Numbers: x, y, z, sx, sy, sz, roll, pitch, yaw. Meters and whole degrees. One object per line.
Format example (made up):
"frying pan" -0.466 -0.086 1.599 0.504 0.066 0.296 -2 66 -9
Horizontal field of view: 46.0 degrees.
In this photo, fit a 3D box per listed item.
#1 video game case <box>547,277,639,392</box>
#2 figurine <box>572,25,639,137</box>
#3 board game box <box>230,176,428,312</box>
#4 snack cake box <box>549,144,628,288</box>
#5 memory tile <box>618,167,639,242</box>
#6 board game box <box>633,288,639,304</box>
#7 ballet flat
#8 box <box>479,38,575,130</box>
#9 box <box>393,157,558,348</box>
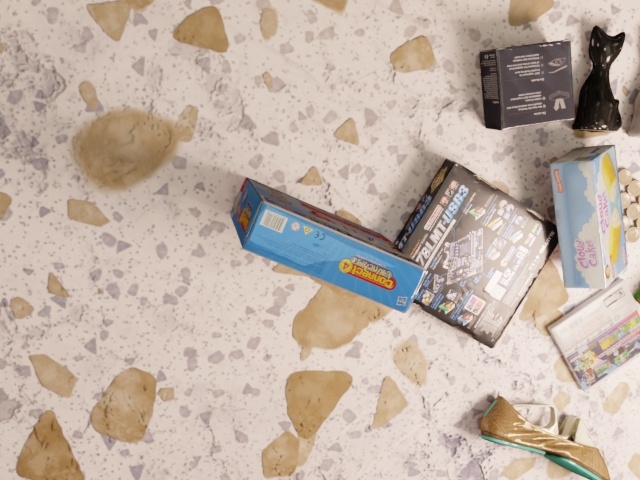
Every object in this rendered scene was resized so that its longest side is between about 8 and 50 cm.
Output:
"video game case" 0.628 0.212 1.678 0.201 0.023 0.183 -33 105 -4
"figurine" 0.634 -0.321 1.540 0.214 0.092 0.209 4 97 -13
"board game box" 0.000 0.000 1.368 0.308 0.302 0.086 22 97 -14
"snack cake box" 0.550 -0.049 1.536 0.152 0.089 0.264 -29 112 -49
"memory tile" 0.665 -0.075 1.631 0.148 0.012 0.113 41 91 -15
"board game box" 0.777 0.078 1.642 0.043 0.092 0.181 38 92 -15
"ballet flat" 0.511 0.431 1.669 0.342 0.116 0.124 23 77 -11
"box" 0.407 -0.307 1.491 0.156 0.093 0.158 -9 102 -9
"box" 0.306 0.030 1.552 0.293 0.073 0.295 29 95 -14
